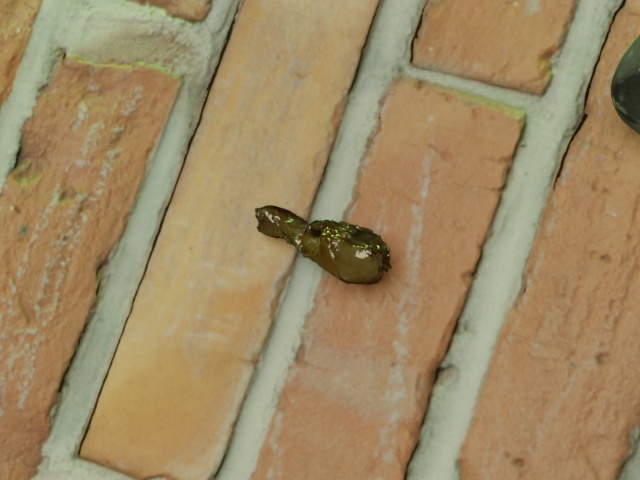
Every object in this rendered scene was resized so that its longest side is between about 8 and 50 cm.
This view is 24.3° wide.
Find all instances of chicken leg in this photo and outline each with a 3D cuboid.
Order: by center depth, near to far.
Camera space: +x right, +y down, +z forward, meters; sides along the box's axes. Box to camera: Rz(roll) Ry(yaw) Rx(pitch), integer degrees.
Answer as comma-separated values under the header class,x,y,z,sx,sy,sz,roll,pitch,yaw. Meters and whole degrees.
class,x,y,z,sx,sy,sz,roll,pitch,yaw
chicken leg,0.000,0.003,1.756,0.198,0.085,0.069,23,111,32

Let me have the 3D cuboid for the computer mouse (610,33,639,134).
class,x,y,z,sx,sy,sz,roll,pitch,yaw
computer mouse,0.503,-0.214,1.632,0.379,0.090,0.167,-15,113,8
